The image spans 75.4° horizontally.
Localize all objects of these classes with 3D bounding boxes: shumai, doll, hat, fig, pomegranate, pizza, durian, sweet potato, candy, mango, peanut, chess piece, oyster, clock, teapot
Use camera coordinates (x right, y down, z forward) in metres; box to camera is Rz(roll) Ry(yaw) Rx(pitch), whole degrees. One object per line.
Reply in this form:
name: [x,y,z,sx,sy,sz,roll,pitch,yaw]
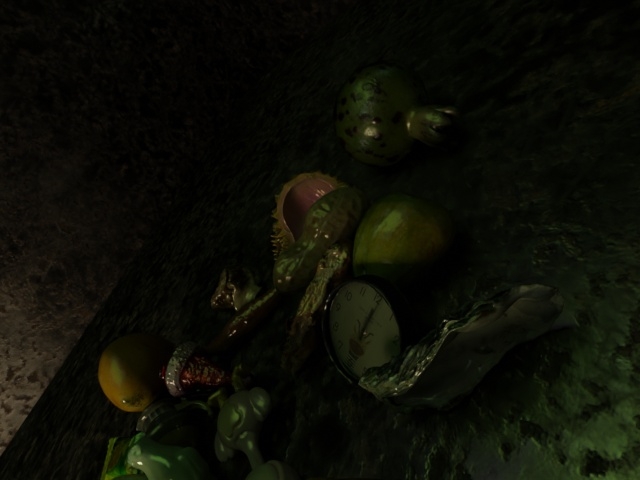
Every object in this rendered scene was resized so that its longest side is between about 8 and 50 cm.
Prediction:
shumai: [-0.205,0.135,1.091,0.116,0.145,0.145,13,66,37]
doll: [-0.122,0.379,0.721,0.160,0.094,0.365,-50,29,8]
hat: [-0.248,0.311,0.956,0.227,0.140,0.129,4,66,22]
fig: [0.125,0.007,0.732,0.233,0.167,0.167,-35,31,0]
pomegranate: [0.167,-0.269,0.967,0.242,0.242,0.306,-44,62,12]
pizza: [-0.004,0.130,0.801,0.297,0.071,0.189,-61,-9,-3]
durian: [-0.054,-0.051,1.115,0.305,0.185,0.195,-59,7,-1]
sweet potato: [-0.189,0.202,1.030,0.314,0.066,0.072,-45,-6,10]
candy: [-0.478,0.545,1.042,0.246,0.069,0.149,-28,41,26]
mango: [-0.444,0.332,1.034,0.173,0.211,0.317,-40,-5,-12]
peanut: [0.000,0.000,0.937,0.298,0.136,0.120,-54,30,-4]
chess piece: [-0.349,0.509,0.805,0.298,0.176,0.176,-46,30,3]
oyster: [0.186,0.144,0.538,0.087,0.199,0.252,-112,33,-42]
clock: [0.072,0.148,0.669,0.184,0.040,0.185,4,95,47]
teapot: [-0.323,0.416,0.923,0.165,0.130,0.119,-28,45,-29]

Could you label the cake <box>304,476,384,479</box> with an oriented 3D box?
cake: [0.073,0.358,0.421,0.260,0.156,0.179,-18,58,51]
